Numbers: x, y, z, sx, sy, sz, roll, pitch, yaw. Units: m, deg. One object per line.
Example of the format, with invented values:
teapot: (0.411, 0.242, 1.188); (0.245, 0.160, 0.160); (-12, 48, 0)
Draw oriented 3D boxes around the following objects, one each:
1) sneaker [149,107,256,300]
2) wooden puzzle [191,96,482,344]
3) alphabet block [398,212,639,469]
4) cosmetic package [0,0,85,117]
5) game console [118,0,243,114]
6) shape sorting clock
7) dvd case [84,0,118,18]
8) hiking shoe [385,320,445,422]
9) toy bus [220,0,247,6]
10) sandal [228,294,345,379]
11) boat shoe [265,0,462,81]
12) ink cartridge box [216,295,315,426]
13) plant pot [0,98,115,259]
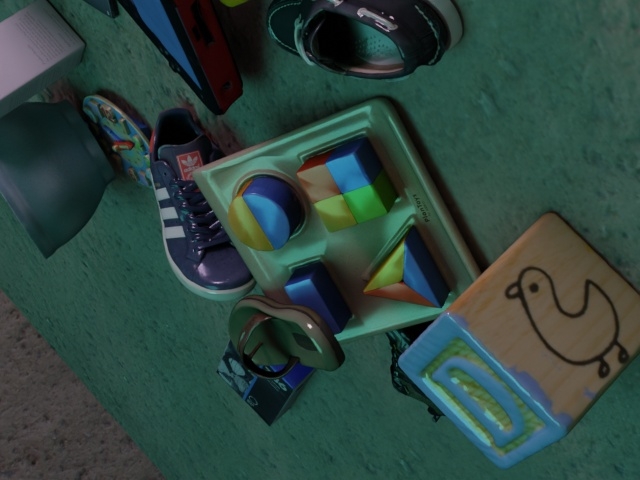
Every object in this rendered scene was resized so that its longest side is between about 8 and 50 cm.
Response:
sneaker: (-0.189, -0.066, 1.672); (0.148, 0.131, 0.350); (94, 154, -47)
wooden puzzle: (0.017, 0.004, 1.474); (0.348, 0.080, 0.322); (-16, 114, 35)
alphabet block: (0.240, 0.120, 1.288); (0.192, 0.197, 0.193); (45, 153, 6)
cosmetic package: (-0.522, -0.296, 1.853); (0.117, 0.231, 0.085); (49, 154, 2)
game console: (-0.243, -0.348, 1.415); (0.342, 0.060, 0.386); (45, 170, 19)
shape sorting clock: (-0.356, -0.175, 1.975); (0.206, 0.040, 0.206); (36, 151, 24)
dvd case: (-0.404, -0.455, 1.707); (0.221, 0.018, 0.164); (35, 150, 27)
hiking shoe: (0.131, 0.177, 1.618); (0.114, 0.086, 0.227); (-33, 98, 38)
toy bus: (-0.141, -0.433, 1.235); (0.130, 0.108, 0.332); (-2, 124, 58)
sandal: (-0.070, 0.144, 1.533); (0.120, 0.086, 0.303); (52, 159, -11)
boat shoe: (0.022, -0.242, 1.258); (0.302, 0.091, 0.114); (10, 134, 51)
ink cartridge box: (-0.105, 0.240, 2.118); (0.165, 0.065, 0.332); (45, 152, 10)
plant pot: (-0.504, -0.140, 2.034); (0.293, 0.196, 0.293); (54, 169, 15)
